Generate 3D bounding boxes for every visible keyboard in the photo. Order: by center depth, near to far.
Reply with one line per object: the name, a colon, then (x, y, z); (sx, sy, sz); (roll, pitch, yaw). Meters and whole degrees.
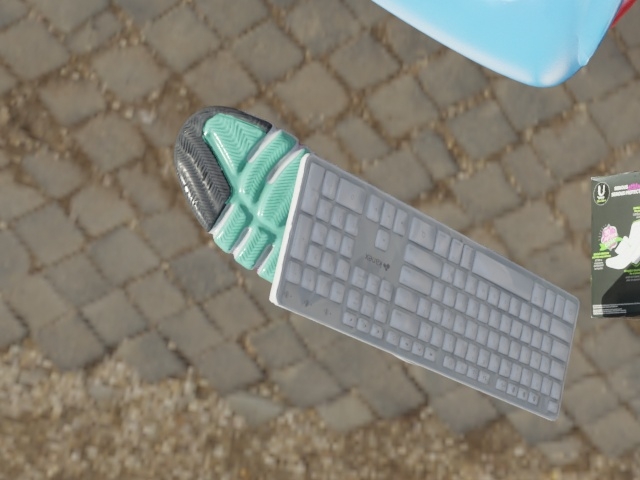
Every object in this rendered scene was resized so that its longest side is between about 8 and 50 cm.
keyboard: (0.062, 0.030, 0.839); (0.014, 0.072, 0.256); (10, 170, 41)

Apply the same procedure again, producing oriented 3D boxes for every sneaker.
sneaker: (0.000, 0.000, 1.059); (0.223, 0.098, 0.083); (40, 94, 1)

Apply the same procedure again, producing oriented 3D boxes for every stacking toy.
stacking toy: (0.160, -0.215, 1.045); (0.165, 0.302, 0.175); (30, 114, 14)

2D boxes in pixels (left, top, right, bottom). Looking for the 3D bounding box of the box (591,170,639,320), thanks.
box: (0.195, 0.004, 0.958); (0.062, 0.083, 0.052); (5, 174, -36)
